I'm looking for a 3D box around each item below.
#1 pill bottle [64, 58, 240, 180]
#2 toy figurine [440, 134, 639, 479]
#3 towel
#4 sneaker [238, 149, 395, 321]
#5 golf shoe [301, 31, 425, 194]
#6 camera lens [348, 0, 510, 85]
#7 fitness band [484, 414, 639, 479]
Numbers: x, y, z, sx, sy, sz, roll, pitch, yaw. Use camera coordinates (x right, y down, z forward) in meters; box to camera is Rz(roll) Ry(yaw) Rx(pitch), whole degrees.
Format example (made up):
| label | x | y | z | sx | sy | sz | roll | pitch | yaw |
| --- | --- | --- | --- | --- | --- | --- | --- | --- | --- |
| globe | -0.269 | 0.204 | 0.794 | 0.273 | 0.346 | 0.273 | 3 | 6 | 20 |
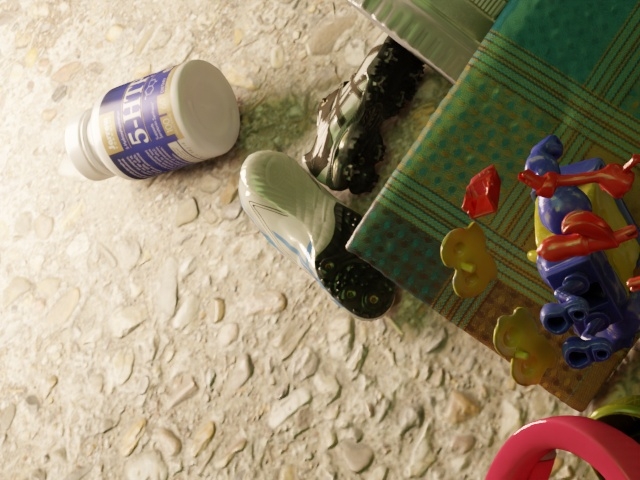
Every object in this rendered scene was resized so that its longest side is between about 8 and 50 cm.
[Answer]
| label | x | y | z | sx | sy | sz | roll | pitch | yaw |
| --- | --- | --- | --- | --- | --- | --- | --- | --- | --- |
| pill bottle | -0.195 | -0.129 | 1.953 | 0.186 | 0.112 | 0.112 | -16 | 59 | 33 |
| toy figurine | 0.258 | 0.027 | 1.421 | 0.191 | 0.362 | 0.217 | -22 | 29 | 25 |
| towel | 0.233 | -0.070 | 1.528 | 0.271 | 0.040 | 0.370 | 35 | 95 | 7 |
| sneaker | 0.000 | 0.000 | 1.765 | 0.085 | 0.086 | 0.237 | -33 | 58 | -14 |
| golf shoe | 0.039 | -0.148 | 1.796 | 0.094 | 0.077 | 0.198 | 19 | 80 | 43 |
| camera lens | 0.180 | -0.285 | 1.650 | 0.274 | 0.219 | 0.219 | -53 | 47 | 6 |
| fitness band | 0.201 | 0.278 | 1.374 | 0.209 | 0.054 | 0.291 | 41 | 128 | 45 |
